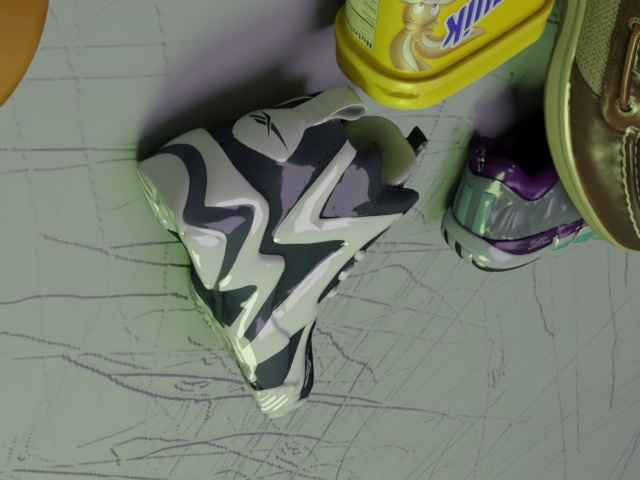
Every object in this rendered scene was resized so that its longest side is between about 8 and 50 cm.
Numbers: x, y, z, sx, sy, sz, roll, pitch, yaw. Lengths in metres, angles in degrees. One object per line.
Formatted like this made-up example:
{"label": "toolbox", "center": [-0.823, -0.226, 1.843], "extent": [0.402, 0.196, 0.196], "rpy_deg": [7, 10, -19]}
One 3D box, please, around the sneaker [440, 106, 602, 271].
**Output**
{"label": "sneaker", "center": [0.183, -0.055, 1.123], "extent": [0.224, 0.083, 0.098], "rpy_deg": [-23, 139, -31]}

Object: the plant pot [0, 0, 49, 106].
{"label": "plant pot", "center": [-0.188, -0.091, 0.532], "extent": [0.205, 0.205, 0.188], "rpy_deg": [-54, 165, 16]}

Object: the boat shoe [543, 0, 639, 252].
{"label": "boat shoe", "center": [0.215, -0.111, 0.987], "extent": [0.123, 0.123, 0.342], "rpy_deg": [-29, 135, -24]}

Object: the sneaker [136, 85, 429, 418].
{"label": "sneaker", "center": [0.000, 0.000, 0.950], "extent": [0.153, 0.094, 0.235], "rpy_deg": [-30, 138, -8]}

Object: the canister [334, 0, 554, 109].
{"label": "canister", "center": [0.070, -0.161, 0.844], "extent": [0.126, 0.073, 0.170], "rpy_deg": [-33, 152, -25]}
